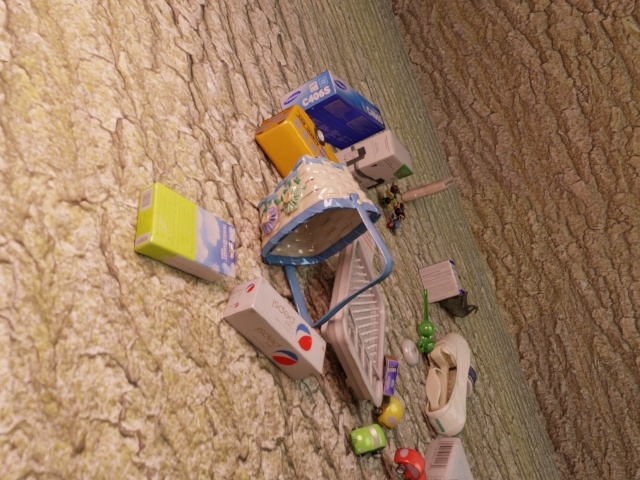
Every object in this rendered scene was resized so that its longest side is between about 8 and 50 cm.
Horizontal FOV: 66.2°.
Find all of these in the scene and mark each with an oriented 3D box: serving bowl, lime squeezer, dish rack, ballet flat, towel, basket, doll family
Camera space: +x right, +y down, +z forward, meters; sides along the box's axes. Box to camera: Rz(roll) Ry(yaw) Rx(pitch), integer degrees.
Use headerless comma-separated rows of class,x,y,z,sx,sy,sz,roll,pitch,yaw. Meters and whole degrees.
serving bowl,0.278,0.338,1.492,0.083,0.027,0.083,43,35,-41
lime squeezer,0.336,0.291,1.601,0.110,0.058,0.310,60,27,-20
dish rack,0.082,0.181,1.137,0.333,0.072,0.286,-76,149,-50
ballet flat,0.395,0.418,1.557,0.139,0.139,0.400,55,32,-26
towel,0.466,-0.224,2.104,0.282,0.187,0.049,-28,100,-65
basket,0.000,0.000,0.981,0.201,0.255,0.289,-1,57,-48
doll family,0.265,-0.116,1.765,0.111,0.076,0.193,-15,87,-69

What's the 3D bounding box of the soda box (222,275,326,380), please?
soda box,-0.077,0.165,0.893,0.216,0.069,0.074,50,32,-31

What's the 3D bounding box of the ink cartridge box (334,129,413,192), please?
ink cartridge box,0.151,-0.226,1.475,0.153,0.208,0.087,27,50,-53

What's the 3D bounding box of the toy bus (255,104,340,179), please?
toy bus,-0.016,-0.169,1.220,0.333,0.108,0.130,53,30,-28

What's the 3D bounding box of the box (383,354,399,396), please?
box,0.163,0.323,1.182,0.136,0.028,0.081,75,26,-82

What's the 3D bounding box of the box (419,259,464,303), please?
box,0.460,0.158,1.868,0.072,0.126,0.137,12,60,-58

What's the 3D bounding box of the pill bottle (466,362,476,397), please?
pill bottle,0.497,0.485,1.725,0.169,0.094,0.094,-15,84,-64

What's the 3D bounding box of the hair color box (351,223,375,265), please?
hair color box,0.107,0.017,1.379,0.093,0.053,0.167,54,30,-25

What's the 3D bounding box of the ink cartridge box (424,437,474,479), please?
ink cartridge box,0.327,0.732,1.173,0.308,0.091,0.385,-32,102,-61

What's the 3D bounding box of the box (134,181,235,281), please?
box,-0.211,-0.006,0.793,0.178,0.042,0.109,34,42,-50

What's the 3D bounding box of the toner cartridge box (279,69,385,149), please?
toner cartridge box,0.046,-0.366,1.429,0.348,0.165,0.075,8,62,-62

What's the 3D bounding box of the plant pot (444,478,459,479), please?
plant pot,0.154,0.575,0.832,0.236,0.267,0.267,53,28,-53

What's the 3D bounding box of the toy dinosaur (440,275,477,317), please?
toy dinosaur,0.560,0.251,2.042,0.313,0.121,0.160,52,42,-41

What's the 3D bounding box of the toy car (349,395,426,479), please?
toy car,0.149,0.442,1.098,0.225,0.053,0.239,21,39,-49
